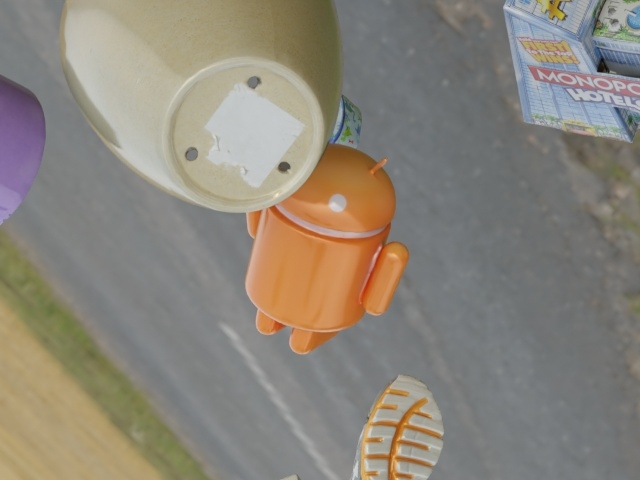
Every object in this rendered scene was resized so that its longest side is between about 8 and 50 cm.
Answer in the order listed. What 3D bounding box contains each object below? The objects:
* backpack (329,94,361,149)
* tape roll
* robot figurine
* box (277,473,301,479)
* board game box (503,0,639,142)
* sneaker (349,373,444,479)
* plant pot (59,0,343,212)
[{"bbox_3d":[-0.014,-0.133,1.915,0.114,0.105,0.084,-14,145,27],"label":"backpack"},{"bbox_3d":[-0.401,-0.103,1.792,0.189,0.189,0.080,29,-179,42],"label":"tape roll"},{"bbox_3d":[-0.002,-0.001,1.539,0.158,0.128,0.219,-120,39,-53],"label":"robot figurine"},{"bbox_3d":[-0.105,0.448,2.230,0.127,0.232,0.149,60,-169,-49],"label":"box"},{"bbox_3d":[0.227,-0.147,1.257,0.194,0.060,0.194,14,162,32],"label":"board game box"},{"bbox_3d":[0.059,0.236,1.573,0.084,0.215,0.083,18,169,-22],"label":"sneaker"},{"bbox_3d":[-0.083,-0.132,1.339,0.256,0.256,0.274,48,-174,-24],"label":"plant pot"}]
